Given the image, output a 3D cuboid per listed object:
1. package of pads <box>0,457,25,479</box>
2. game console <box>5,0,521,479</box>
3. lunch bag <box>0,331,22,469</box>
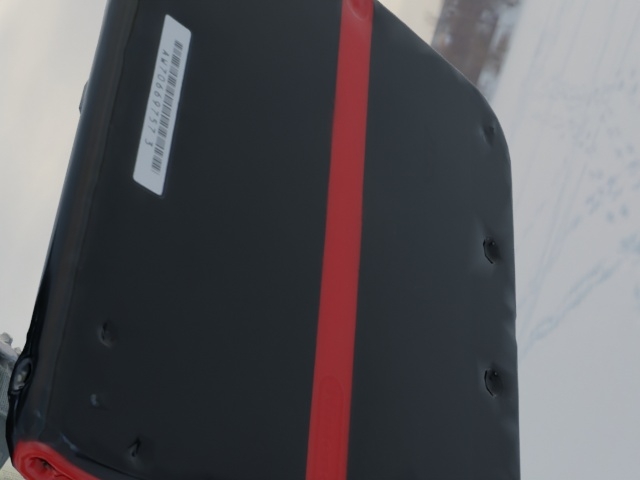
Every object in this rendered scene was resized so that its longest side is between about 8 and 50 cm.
[{"bbox_3d":[-0.200,0.312,0.763,0.296,0.229,0.101,-64,28,4],"label":"package of pads"},{"bbox_3d":[0.000,0.000,0.617,0.060,0.342,0.386,-25,48,37],"label":"game console"},{"bbox_3d":[-0.321,0.051,0.534,0.305,0.256,0.212,68,-169,-49],"label":"lunch bag"}]
